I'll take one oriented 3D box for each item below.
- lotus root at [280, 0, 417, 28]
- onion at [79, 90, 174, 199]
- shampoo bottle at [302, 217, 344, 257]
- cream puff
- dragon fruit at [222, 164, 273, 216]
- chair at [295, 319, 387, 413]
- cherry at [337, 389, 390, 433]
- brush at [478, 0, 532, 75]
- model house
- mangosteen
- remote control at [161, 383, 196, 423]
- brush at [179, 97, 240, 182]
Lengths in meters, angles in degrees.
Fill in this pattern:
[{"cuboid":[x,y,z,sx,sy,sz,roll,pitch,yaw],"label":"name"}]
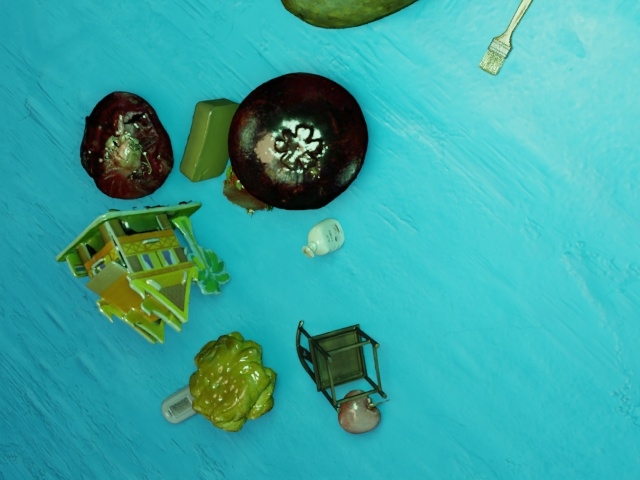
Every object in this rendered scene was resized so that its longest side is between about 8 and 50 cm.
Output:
[{"cuboid":[0.067,-0.529,1.260,0.345,0.250,0.251,-8,102,37],"label":"lotus root"},{"cuboid":[-0.483,-0.242,1.669,0.221,0.281,0.281,-5,106,-4],"label":"onion"},{"cuboid":[0.000,0.000,1.511,0.045,0.152,0.077,-14,98,33],"label":"shampoo bottle"},{"cuboid":[-0.227,0.367,1.731,0.244,0.244,0.196,-22,131,32],"label":"cream puff"},{"cuboid":[-0.162,-0.137,1.587,0.138,0.142,0.175,17,97,-19],"label":"dragon fruit"},{"cuboid":[0.043,0.288,1.602,0.260,0.141,0.155,-150,49,-70],"label":"chair"},{"cuboid":[0.094,0.429,1.641,0.106,0.087,0.126,33,116,20],"label":"cherry"},{"cuboid":[0.358,-0.396,1.265,0.043,0.014,0.170,35,118,15],"label":"brush"},{"cuboid":[-0.402,0.095,1.646,0.242,0.357,0.313,-32,80,32],"label":"model house"},{"cuboid":[-0.048,-0.204,1.413,0.296,0.293,0.297,1,84,-6],"label":"mangosteen"},{"cuboid":[-0.379,0.465,1.938,0.244,0.047,0.087,-35,85,31],"label":"remote control"},{"cuboid":[-0.264,-0.241,1.594,0.059,0.123,0.197,32,118,21],"label":"brush"}]
